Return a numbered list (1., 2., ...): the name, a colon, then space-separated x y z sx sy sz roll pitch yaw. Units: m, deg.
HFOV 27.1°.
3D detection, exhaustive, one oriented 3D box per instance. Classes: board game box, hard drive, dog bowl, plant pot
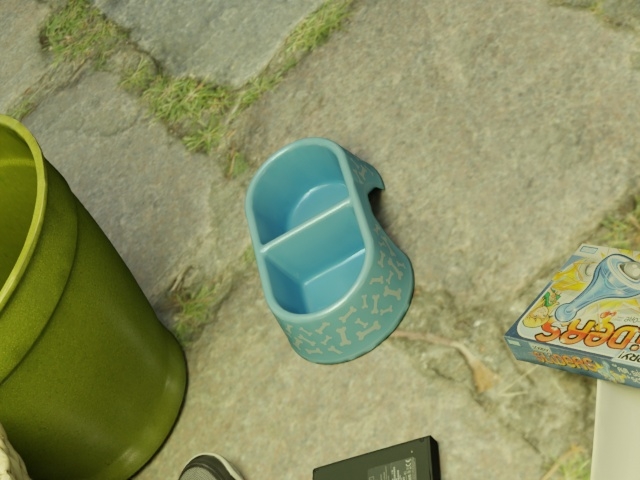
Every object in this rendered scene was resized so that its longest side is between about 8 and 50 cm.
1. board game box: 0.282 0.069 1.204 0.136 0.035 0.201 -46 30 -24
2. hard drive: 0.054 0.253 1.309 0.135 0.022 0.094 -20 49 22
3. dog bowl: 0.000 0.000 1.504 0.166 0.074 0.297 -29 46 14
4. plant pot: -0.340 0.111 1.462 0.366 0.353 0.366 -19 48 23

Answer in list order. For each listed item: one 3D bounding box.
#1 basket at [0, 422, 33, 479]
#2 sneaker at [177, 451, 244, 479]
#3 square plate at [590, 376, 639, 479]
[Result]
1. basket: -0.336 0.390 1.211 0.266 0.331 0.328 -27 37 -9
2. sneaker: -0.142 0.312 1.310 0.101 0.153 0.268 -18 49 24
3. square plate: 0.393 0.138 1.083 0.347 0.049 0.344 -15 34 26
